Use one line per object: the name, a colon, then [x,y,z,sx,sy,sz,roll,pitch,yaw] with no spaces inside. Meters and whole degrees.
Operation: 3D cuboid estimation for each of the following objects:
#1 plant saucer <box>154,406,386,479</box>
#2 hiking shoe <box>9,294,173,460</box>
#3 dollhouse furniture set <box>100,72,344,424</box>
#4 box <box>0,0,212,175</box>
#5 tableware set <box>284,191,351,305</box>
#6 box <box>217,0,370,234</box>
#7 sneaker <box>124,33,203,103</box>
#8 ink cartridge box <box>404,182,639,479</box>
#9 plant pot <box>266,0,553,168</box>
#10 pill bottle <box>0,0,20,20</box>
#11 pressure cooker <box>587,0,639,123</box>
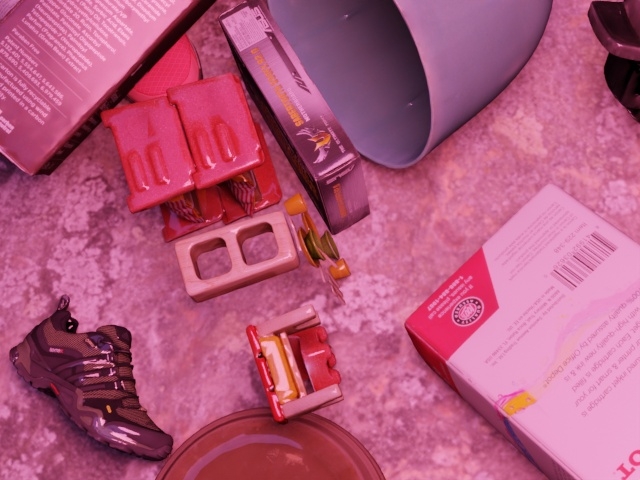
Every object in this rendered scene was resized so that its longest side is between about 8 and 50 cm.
plant saucer: [-0.059,0.302,1.146,0.277,0.041,0.278,-3,64,6]
hiking shoe: [-0.242,0.153,1.237,0.227,0.086,0.114,34,83,17]
dollhouse furniture set: [-0.099,0.026,1.209,0.152,0.201,0.374,-18,77,1]
box: [-0.228,-0.249,1.214,0.143,0.191,0.381,42,88,-8]
tableware set: [0.000,0.000,1.216,0.024,0.154,0.104,-25,55,9]
box: [-0.027,-0.138,1.254,0.056,0.183,0.231,-29,72,-4]
sneaker: [-0.247,-0.295,1.356,0.116,0.136,0.314,-26,71,-1]
ink cartridge box: [0.271,0.122,1.103,0.226,0.131,0.306,-41,56,-8]
plant pot: [0.115,-0.264,1.234,0.235,0.293,0.293,-33,70,-22]
pill bottle: [-0.354,-0.285,1.381,0.108,0.108,0.193,-24,71,-1]
pressure cooker: [0.510,-0.258,1.116,0.370,0.420,0.375,33,45,22]
